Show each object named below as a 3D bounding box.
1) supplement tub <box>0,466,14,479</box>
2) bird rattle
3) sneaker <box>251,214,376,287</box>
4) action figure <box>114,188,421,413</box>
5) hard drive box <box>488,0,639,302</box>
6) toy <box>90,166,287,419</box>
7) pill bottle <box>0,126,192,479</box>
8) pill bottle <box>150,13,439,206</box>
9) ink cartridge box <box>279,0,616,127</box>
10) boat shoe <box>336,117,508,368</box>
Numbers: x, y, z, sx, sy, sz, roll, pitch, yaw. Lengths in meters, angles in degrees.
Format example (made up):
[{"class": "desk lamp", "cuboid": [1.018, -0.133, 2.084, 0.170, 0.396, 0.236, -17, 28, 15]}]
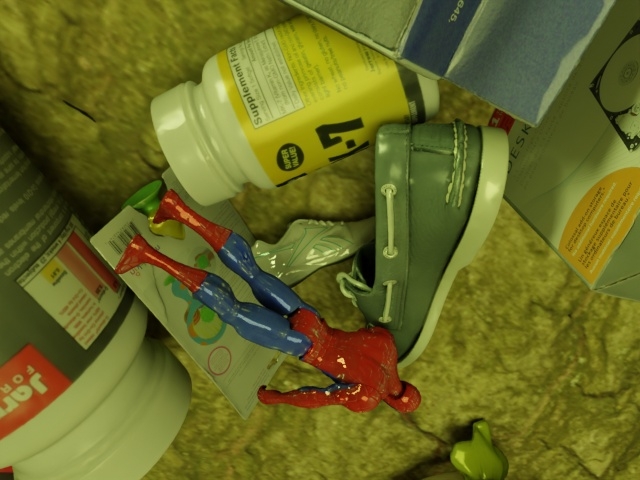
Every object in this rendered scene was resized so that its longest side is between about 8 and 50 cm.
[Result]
[{"class": "supplement tub", "cuboid": [-0.368, 0.296, 0.590, 0.272, 0.191, 0.191, 5, 118, -10]}, {"class": "bird rattle", "cuboid": [0.211, 0.368, 0.767, 0.207, 0.143, 0.253, -19, 133, 17]}, {"class": "sneaker", "cuboid": [0.000, 0.000, 0.553, 0.152, 0.054, 0.061, -24, 81, -9]}, {"class": "action figure", "cuboid": [-0.043, 0.085, 0.493, 0.280, 0.091, 0.139, 33, 141, -10]}, {"class": "hard drive box", "cuboid": [0.229, -0.087, 0.432, 0.089, 0.232, 0.181, 13, 115, -13]}, {"class": "toy", "cuboid": [-0.112, 0.045, 0.547, 0.056, 0.137, 0.237, -1, 130, 39]}, {"class": "pill bottle", "cuboid": [-0.280, 0.051, 0.458, 0.210, 0.210, 0.363, -28, 118, 9]}, {"class": "pill bottle", "cuboid": [-0.021, -0.113, 0.452, 0.208, 0.119, 0.119, -23, 118, 6]}, {"class": "ink cartridge box", "cuboid": [0.063, -0.270, 0.313, 0.307, 0.072, 0.303, 34, 111, 19]}, {"class": "boat shoe", "cuboid": [0.068, 0.017, 0.509, 0.099, 0.116, 0.319, 10, 143, -1]}]
